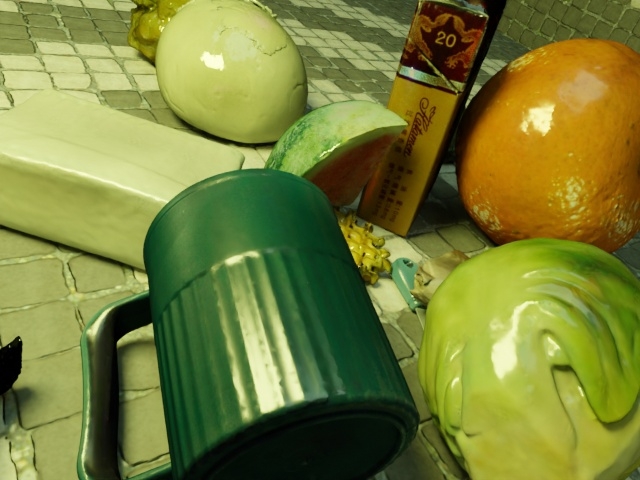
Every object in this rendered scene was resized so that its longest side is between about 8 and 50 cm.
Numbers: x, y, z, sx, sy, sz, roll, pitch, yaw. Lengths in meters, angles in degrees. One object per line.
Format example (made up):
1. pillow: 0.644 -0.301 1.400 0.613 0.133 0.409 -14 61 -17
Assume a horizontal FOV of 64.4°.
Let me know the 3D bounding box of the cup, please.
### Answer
1. cup: -0.081 0.105 0.529 0.308 0.242 0.292 1 43 -26

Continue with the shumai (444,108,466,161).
1. shumai: 0.297 -0.330 1.267 0.189 0.218 0.256 28 37 26

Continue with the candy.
1. candy: -0.300 -0.080 0.744 0.359 0.145 0.208 17 36 -3

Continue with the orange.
1. orange: 0.446 -0.159 0.963 0.424 0.423 0.326 -15 23 -37

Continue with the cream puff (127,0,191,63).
1. cream puff: -0.369 -0.561 1.216 0.185 0.282 0.281 26 27 -39

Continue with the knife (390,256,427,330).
1. knife: 0.170 0.122 0.795 0.058 0.032 0.244 11 40 -32

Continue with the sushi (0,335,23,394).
1. sushi: -0.357 0.145 0.459 0.147 0.115 0.212 1 40 -23

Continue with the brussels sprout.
1. brussels sprout: 0.272 0.147 0.606 0.344 0.268 0.344 13 44 -13

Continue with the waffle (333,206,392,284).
1. waffle: 0.000 0.000 0.853 0.232 0.051 0.228 -14 45 -37

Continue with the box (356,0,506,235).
1. box: 0.202 -0.246 0.941 0.116 0.415 0.264 25 37 13

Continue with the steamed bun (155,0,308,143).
1. steamed bun: -0.171 -0.369 1.076 0.334 0.233 0.312 2 43 -25

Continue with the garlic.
1. garlic: 0.210 0.075 0.802 0.101 0.087 0.196 44 30 20

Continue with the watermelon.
1. watermelon: 0.010 -0.148 0.877 0.176 0.260 0.256 25 37 -7
